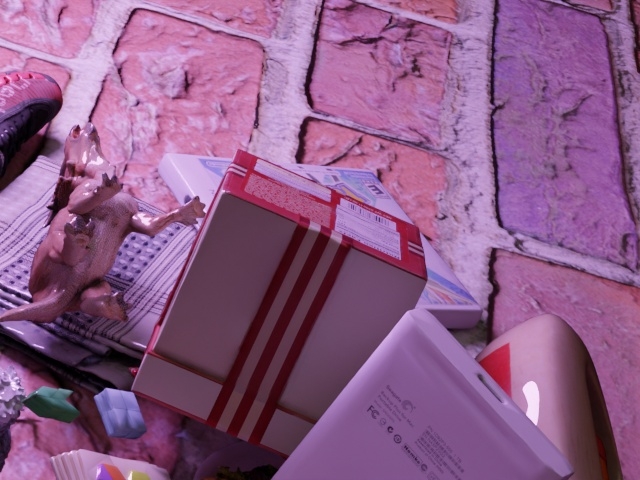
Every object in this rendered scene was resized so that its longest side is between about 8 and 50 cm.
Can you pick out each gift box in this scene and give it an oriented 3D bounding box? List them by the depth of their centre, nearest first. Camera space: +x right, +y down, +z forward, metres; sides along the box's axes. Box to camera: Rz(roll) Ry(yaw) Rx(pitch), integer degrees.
[{"bbox_3d":[-0.034,0.081,1.721,0.255,0.258,0.276,25,12,0],"label":"gift box"}]

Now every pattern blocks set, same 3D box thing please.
[{"bbox_3d":[-0.164,0.273,1.514,0.325,0.026,0.285,61,20,14],"label":"pattern blocks set"}]

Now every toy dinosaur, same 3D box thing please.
[{"bbox_3d":[-0.261,0.008,1.799,0.127,0.200,0.295,46,55,-24],"label":"toy dinosaur"}]

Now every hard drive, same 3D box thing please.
[{"bbox_3d":[0.066,0.240,1.533,0.203,0.307,0.040,48,29,20],"label":"hard drive"}]

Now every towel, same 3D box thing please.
[{"bbox_3d":[-0.275,0.027,1.916,0.312,0.056,0.324,27,36,11],"label":"towel"}]

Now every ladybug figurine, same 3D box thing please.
[{"bbox_3d":[0.214,0.271,1.640,0.162,0.305,0.449,-14,39,12],"label":"ladybug figurine"}]

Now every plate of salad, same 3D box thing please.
[{"bbox_3d":[-0.033,0.267,1.705,0.200,0.048,0.200,13,34,-9],"label":"plate of salad"}]

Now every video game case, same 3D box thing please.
[{"bbox_3d":[0.000,0.000,2.060,0.329,0.036,0.300,3,36,-38],"label":"video game case"}]

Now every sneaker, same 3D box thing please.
[{"bbox_3d":[-0.404,-0.124,2.028,0.135,0.097,0.276,36,40,24],"label":"sneaker"}]

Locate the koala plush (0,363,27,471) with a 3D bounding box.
[{"bbox_3d":[-0.383,0.164,1.564,0.221,0.196,0.203,21,24,10],"label":"koala plush"}]
